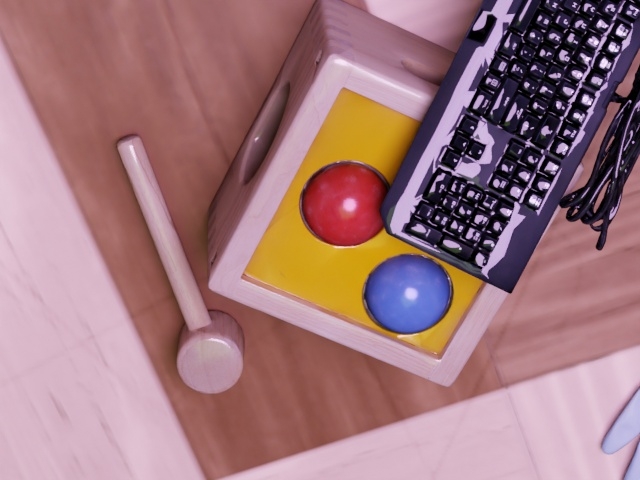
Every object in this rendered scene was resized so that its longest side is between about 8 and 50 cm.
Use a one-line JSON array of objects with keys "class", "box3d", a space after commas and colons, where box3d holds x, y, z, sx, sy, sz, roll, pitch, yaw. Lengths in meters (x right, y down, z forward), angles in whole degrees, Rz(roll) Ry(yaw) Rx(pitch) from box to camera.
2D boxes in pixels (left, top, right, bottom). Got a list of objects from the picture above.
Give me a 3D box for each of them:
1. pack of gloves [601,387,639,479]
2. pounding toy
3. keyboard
[{"class": "pack of gloves", "box3d": [0.271, 0.079, 0.900, 0.195, 0.046, 0.232, 20, 114, -14]}, {"class": "pounding toy", "box3d": [-0.011, 0.001, 0.817, 0.181, 0.094, 0.206, 23, 113, -14]}, {"class": "keyboard", "box3d": [0.109, -0.069, 0.738, 0.100, 0.038, 0.192, 25, 96, -17]}]
